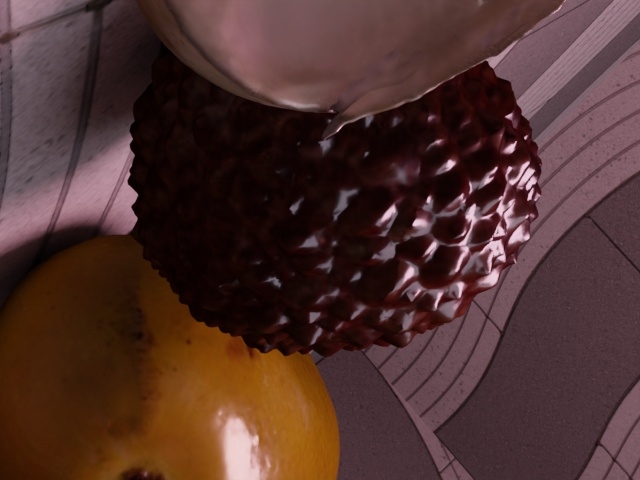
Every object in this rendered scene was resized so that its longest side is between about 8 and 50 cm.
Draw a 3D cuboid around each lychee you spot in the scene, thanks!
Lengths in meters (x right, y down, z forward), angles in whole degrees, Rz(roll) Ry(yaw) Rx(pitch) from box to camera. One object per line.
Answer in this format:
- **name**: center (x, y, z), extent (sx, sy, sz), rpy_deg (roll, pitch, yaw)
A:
- **lychee**: center (0.015, -0.058, 0.792), extent (0.300, 0.264, 0.264), rpy_deg (-42, 172, 20)

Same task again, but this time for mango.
- **mango**: center (-0.115, 0.142, 1.071), extent (0.232, 0.300, 0.446), rpy_deg (-36, 169, 9)

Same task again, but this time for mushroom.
- **mushroom**: center (0.011, -0.183, 0.511), extent (0.254, 0.195, 0.189), rpy_deg (-44, -155, -3)
